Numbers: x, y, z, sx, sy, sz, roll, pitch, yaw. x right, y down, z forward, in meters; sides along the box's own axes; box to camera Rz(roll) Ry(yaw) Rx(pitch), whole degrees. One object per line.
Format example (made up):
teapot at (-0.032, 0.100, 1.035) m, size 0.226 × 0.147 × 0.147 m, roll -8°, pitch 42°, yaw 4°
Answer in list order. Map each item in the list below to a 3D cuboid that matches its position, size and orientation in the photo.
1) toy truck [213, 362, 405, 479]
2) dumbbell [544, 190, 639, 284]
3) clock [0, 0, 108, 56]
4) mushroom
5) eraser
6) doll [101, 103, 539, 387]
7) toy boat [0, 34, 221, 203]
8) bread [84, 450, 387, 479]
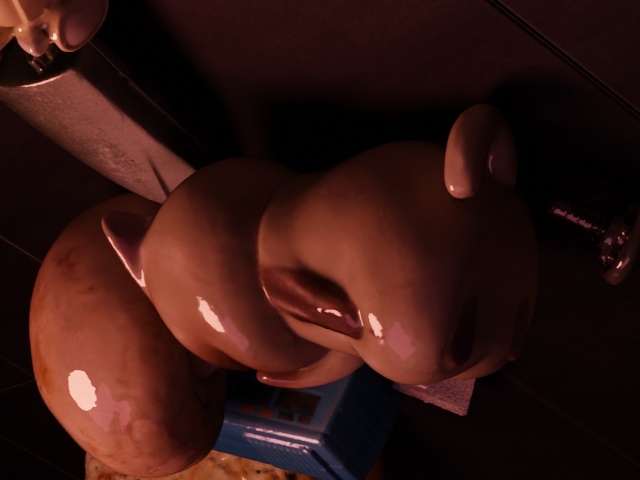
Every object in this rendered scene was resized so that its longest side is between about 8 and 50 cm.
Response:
toy truck at (-0.102, 0.160, 1.730) m, size 0.385 × 0.162 × 0.161 m, roll 10°, pitch 154°, yaw 31°
dumbbell at (0.296, 0.021, 1.170) m, size 0.254 × 0.081 × 0.081 m, roll 24°, pitch 156°, yaw 1°
clock at (-0.292, -0.262, 1.078) m, size 0.379 × 0.120 × 0.276 m, roll 18°, pitch 150°, yaw 42°
mushroom at (-0.146, 0.096, 1.528) m, size 0.290 × 0.297 × 0.297 m, roll -6°, pitch 148°, yaw 10°
eraser at (0.130, 0.117, 1.562) m, size 0.092 × 0.046 × 0.212 m, roll 20°, pitch 155°, yaw 9°
doll at (0.018, 0.025, 1.257) m, size 0.370 × 0.215 × 0.226 m, roll -10°, pitch 96°, yaw 34°
toy boat at (-0.184, -0.112, 1.349) m, size 0.141 × 0.092 × 0.319 m, roll 5°, pitch 157°, yaw 34°
bread at (-0.099, 0.324, 1.944) m, size 0.264 × 0.239 × 0.395 m, roll 25°, pitch 171°, yaw -41°
